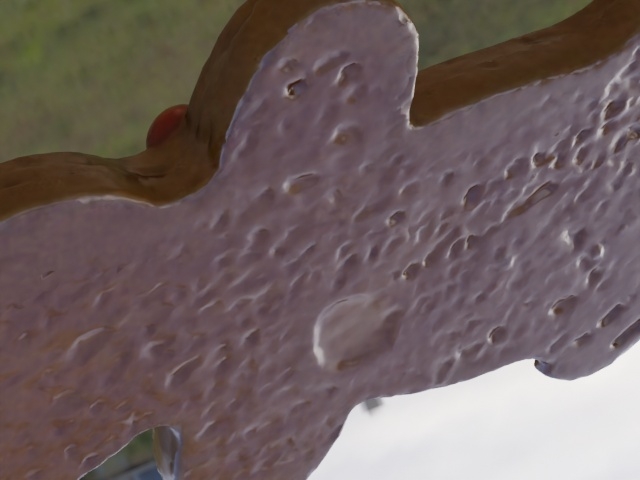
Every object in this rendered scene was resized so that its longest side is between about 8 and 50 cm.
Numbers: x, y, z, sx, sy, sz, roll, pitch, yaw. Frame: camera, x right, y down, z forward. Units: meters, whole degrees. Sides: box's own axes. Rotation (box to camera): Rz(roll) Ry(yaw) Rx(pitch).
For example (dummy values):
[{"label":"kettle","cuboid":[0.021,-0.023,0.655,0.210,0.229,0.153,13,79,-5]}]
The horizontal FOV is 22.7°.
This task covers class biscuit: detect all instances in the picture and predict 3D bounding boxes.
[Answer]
[{"label":"biscuit","cuboid":[-0.002,-0.001,0.499,0.324,0.205,0.049,-20,-132,-28]}]
